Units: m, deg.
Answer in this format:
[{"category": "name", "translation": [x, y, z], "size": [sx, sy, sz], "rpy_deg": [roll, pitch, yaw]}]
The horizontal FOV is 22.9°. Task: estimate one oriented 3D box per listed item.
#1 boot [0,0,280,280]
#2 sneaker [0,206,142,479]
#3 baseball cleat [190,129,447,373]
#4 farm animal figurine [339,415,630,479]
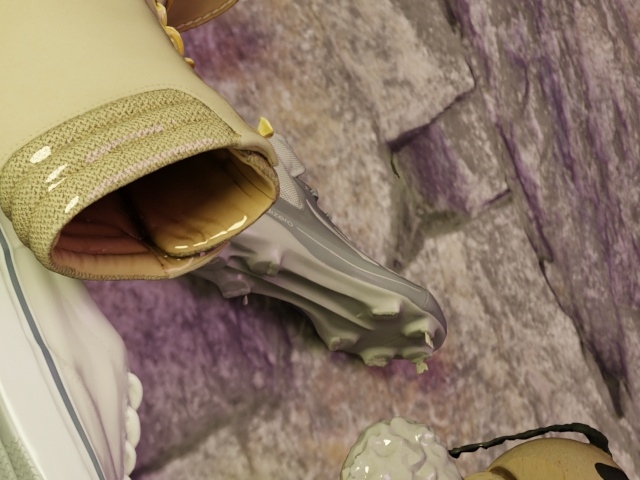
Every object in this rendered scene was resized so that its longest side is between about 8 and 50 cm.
[{"category": "boot", "translation": [-0.081, -0.080, 0.733], "size": [0.203, 0.095, 0.262], "rpy_deg": [43, 33, 24]}, {"category": "sneaker", "translation": [-0.114, 0.084, 0.686], "size": [0.091, 0.094, 0.258], "rpy_deg": [-12, 82, -49]}, {"category": "baseball cleat", "translation": [0.000, 0.000, 0.892], "size": [0.206, 0.072, 0.109], "rpy_deg": [30, 44, -44]}, {"category": "farm animal figurine", "translation": [0.149, 0.248, 0.837], "size": [0.330, 0.172, 0.327], "rpy_deg": [14, 58, -59]}]
